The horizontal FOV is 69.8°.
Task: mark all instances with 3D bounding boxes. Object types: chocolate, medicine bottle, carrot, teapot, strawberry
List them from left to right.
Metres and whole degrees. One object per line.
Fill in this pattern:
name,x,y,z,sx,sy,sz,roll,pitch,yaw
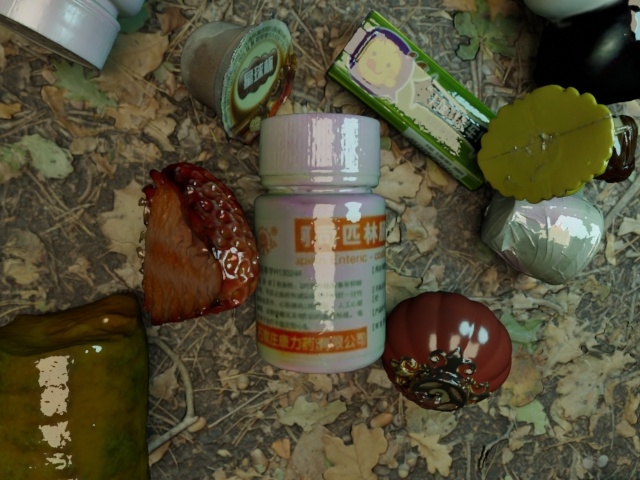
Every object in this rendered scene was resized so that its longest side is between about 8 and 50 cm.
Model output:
carrot,-0.396,0.263,0.732,0.242,0.241,0.339,0,91,-6
medicine bottle,-0.340,-0.469,0.676,0.214,0.213,0.378,24,92,-8
strawberry,-0.178,-0.003,0.727,0.150,0.280,0.253,1,78,-42
chocolate,-0.149,-0.275,0.757,0.147,0.221,0.221,27,92,20
medicine bottle,0.000,0.000,0.757,0.220,0.219,0.387,0,95,-6
teapot,0.395,-0.048,0.825,0.178,0.163,0.221,23,92,-3

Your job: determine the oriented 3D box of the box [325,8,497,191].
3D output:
box,0.184,-0.240,0.816,0.346,0.097,0.134,36,99,-8

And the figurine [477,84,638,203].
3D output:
figurine,0.431,-0.166,0.766,0.316,0.187,0.168,-15,63,-40

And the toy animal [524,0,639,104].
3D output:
toy animal,0.468,-0.400,0.730,0.251,0.251,0.309,-26,125,-3

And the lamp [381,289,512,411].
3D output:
lamp,0.214,0.196,0.802,0.227,0.227,0.226,-1,96,-6
